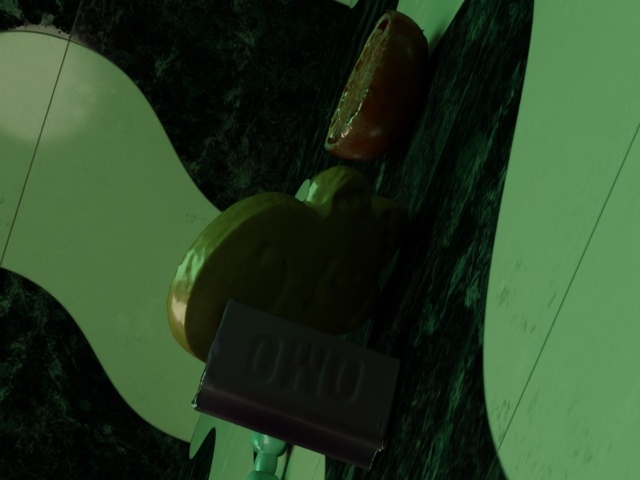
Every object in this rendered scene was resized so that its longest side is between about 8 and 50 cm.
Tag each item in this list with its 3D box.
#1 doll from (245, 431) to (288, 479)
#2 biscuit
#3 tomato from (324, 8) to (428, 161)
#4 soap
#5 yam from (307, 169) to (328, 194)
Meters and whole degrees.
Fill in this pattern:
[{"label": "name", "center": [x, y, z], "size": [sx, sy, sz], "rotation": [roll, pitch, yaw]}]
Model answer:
[{"label": "doll", "center": [-0.085, 0.343, 2.009], "size": [0.158, 0.059, 0.159], "rotation": [-81, 11, -54]}, {"label": "biscuit", "center": [-0.029, 0.041, 1.564], "size": [0.355, 0.052, 0.275], "rotation": [-1, -60, -52]}, {"label": "tomato", "center": [0.091, -0.209, 1.955], "size": [0.237, 0.095, 0.237], "rotation": [-157, 90, -83]}, {"label": "soap", "center": [-0.023, 0.151, 1.426], "size": [0.065, 0.203, 0.122], "rotation": [116, 171, -46]}, {"label": "yam", "center": [0.000, 0.000, 2.190], "size": [0.371, 0.083, 0.083], "rotation": [-79, 10, -60]}]
